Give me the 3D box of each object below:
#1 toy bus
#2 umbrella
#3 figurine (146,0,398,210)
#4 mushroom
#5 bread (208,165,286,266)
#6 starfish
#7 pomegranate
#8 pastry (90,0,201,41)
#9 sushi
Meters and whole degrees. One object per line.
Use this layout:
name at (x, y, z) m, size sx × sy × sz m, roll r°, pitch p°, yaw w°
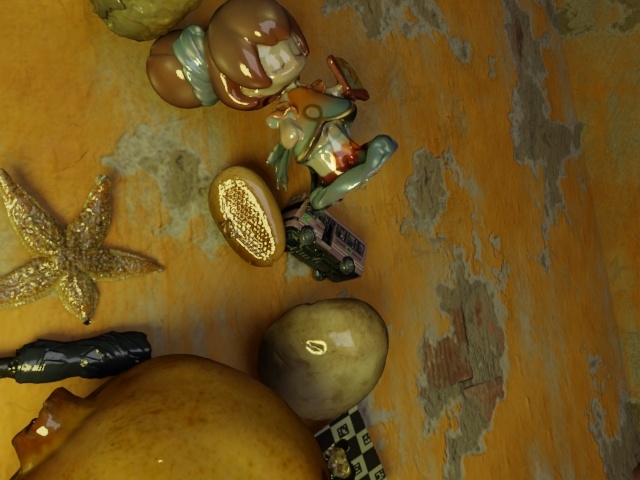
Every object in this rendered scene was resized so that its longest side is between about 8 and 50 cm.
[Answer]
toy bus at (0.000, 0.000, 0.948) m, size 0.198 × 0.096 × 0.108 m, roll 38°, pitch 55°, yaw -30°
umbrella at (-0.357, 0.166, 0.644) m, size 0.248 × 0.070 × 0.071 m, roll -3°, pitch 83°, yaw -36°
figurine at (-0.069, -0.250, 0.829) m, size 0.388 × 0.248 × 0.277 m, roll 50°, pitch 51°, yaw -12°
mushroom at (0.010, 0.206, 0.853) m, size 0.254 × 0.184 × 0.255 m, roll -17°, pitch 122°, yaw -29°
bread at (-0.128, -0.042, 0.851) m, size 0.114 × 0.077 × 0.190 m, roll -26°, pitch 103°, yaw -5°
starfish at (-0.373, 0.010, 0.671) m, size 0.294 × 0.048 × 0.232 m, roll -15°, pitch 100°, yaw -39°
pomegranate at (-0.190, 0.325, 0.549) m, size 0.416 × 0.416 × 0.418 m, roll 10°, pitch 75°, yaw -38°
pastry at (-0.229, -0.441, 0.730) m, size 0.136 × 0.329 × 0.330 m, roll 35°, pitch 60°, yaw -41°
sushi at (0.017, 0.438, 0.895) m, size 0.192 × 0.050 × 0.215 m, roll -29°, pitch 106°, yaw -24°
